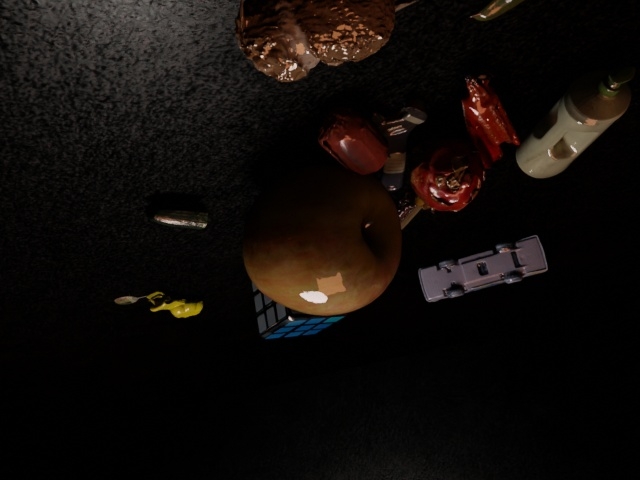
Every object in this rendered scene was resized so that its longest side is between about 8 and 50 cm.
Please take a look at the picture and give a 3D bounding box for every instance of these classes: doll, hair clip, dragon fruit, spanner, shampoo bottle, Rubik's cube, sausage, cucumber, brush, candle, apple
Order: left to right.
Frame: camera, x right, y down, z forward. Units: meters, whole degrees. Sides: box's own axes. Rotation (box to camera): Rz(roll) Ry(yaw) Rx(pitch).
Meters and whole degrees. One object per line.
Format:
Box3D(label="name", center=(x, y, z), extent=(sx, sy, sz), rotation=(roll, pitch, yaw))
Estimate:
Box3D(label="cucumber", center=(-0.248, -0.047, 1.145), extent=(0.105, 0.048, 0.048), rotation=(6, 154, -36))
Box3D(label="hair clip", center=(-0.348, 0.159, 1.647), extent=(0.072, 0.046, 0.173), rotation=(-23, 158, 16))
Box3D(label="Rubik's cube", center=(-0.052, 0.131, 1.570), extent=(0.162, 0.163, 0.160), rotation=(3, 156, -32))
Box3D(label="apple", center=(0.000, 0.000, 1.117), extent=(0.233, 0.257, 0.256), rotation=(-14, 164, 40))
Box3D(label="doll", center=(0.019, -0.234, 0.699), extent=(0.221, 0.105, 0.115), rotation=(-11, 159, 0))
Box3D(label="sausage", center=(0.051, -0.146, 0.998), extent=(0.076, 0.076, 0.141), rotation=(-22, 147, 27))
Box3D(label="spanner", center=(0.121, -0.147, 1.124), extent=(0.087, 0.024, 0.316), rotation=(-10, 162, -1))
Box3D(label="brush", center=(0.190, -0.087, 1.292), extent=(0.036, 0.043, 0.248), rotation=(3, 156, -18))
Box3D(label="dragon fruit", center=(0.199, -0.098, 1.125), extent=(0.125, 0.125, 0.246), rotation=(33, 165, 8))
Box3D(label="candle", center=(0.254, -0.186, 1.040), extent=(0.084, 0.059, 0.301), rotation=(-27, 156, 14))
Box3D(label="shampoo bottle", center=(0.406, -0.193, 1.054), extent=(0.118, 0.087, 0.234), rotation=(-29, 166, -20))

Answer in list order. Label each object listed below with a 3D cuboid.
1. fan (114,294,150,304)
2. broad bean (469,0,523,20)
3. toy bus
Box3D(label="fan", center=(-0.454, 0.143, 1.604), extent=(0.080, 0.003, 0.060), rotation=(-1, 158, -27))
Box3D(label="broad bean", center=(0.286, -0.322, 0.708), extent=(0.297, 0.043, 0.060), rotation=(-27, 165, 32))
Box3D(label="toy bus", center=(0.439, 0.080, 1.814), extent=(0.329, 0.109, 0.136), rotation=(-17, 171, 16))
